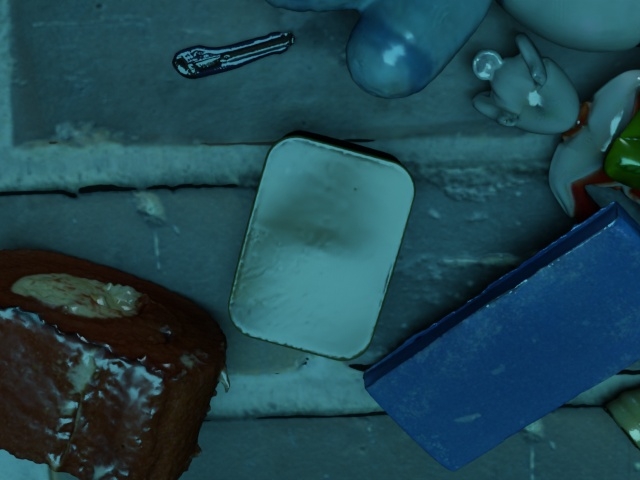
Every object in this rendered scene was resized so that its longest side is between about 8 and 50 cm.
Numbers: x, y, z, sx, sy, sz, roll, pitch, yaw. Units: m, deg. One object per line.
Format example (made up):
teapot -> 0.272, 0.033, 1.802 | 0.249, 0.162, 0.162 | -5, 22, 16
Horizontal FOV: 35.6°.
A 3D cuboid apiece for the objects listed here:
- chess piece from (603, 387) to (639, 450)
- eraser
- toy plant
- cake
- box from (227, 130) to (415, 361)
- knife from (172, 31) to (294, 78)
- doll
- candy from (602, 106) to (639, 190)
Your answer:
chess piece -> 0.357, 0.158, 1.015 | 0.122, 0.066, 0.066 | -41, 100, 5
eraser -> 0.202, 0.103, 0.973 | 0.312, 0.043, 0.144 | -37, 107, 22
toy plant -> 0.103, -0.248, 0.819 | 0.332, 0.247, 0.247 | -8, 104, 0
cake -> -0.227, 0.118, 0.953 | 0.282, 0.177, 0.151 | 19, 104, 1
box -> 0.000, 0.000, 0.962 | 0.144, 0.090, 0.201 | 14, 104, -3
knife -> -0.083, -0.181, 0.955 | 0.121, 0.018, 0.031 | -15, 105, 3
doll -> 0.307, -0.074, 0.943 | 0.384, 0.099, 0.188 | 29, 110, -11
candy -> 0.351, -0.134, 0.828 | 0.149, 0.069, 0.246 | 14, 138, -5
